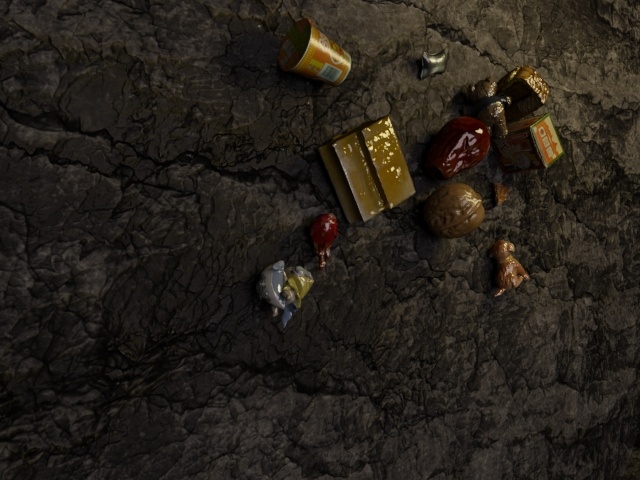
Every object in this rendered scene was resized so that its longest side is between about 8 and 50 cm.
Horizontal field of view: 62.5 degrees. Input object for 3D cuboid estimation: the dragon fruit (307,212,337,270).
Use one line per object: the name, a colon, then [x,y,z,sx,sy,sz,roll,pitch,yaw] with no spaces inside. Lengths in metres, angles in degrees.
dragon fruit: [0.000,0.000,1.652,0.094,0.094,0.190,-1,112,-31]

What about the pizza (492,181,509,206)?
pizza: [0.724,-0.191,2.117,0.099,0.029,0.100,-11,96,-38]

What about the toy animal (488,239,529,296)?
toy animal: [0.703,0.103,2.049,0.184,0.104,0.185,-31,107,-29]

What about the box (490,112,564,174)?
box: [0.809,-0.375,2.073,0.148,0.195,0.177,-36,107,-26]

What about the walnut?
walnut: [0.473,-0.105,1.859,0.213,0.213,0.213,1,88,-31]

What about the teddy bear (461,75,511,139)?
teddy bear: [0.636,-0.485,1.988,0.182,0.129,0.251,-17,98,-1]

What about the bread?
bread: [0.751,-0.559,2.034,0.181,0.222,0.096,41,64,-12]

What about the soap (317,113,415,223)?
soap: [0.154,-0.232,1.722,0.259,0.143,0.281,-32,109,-25]

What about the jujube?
jujube: [0.490,-0.328,1.901,0.255,0.190,0.190,-48,111,-15]

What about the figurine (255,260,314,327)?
figurine: [-0.101,0.144,1.548,0.184,0.128,0.208,7,48,-30]

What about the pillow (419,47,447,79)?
pillow: [0.416,-0.647,1.933,0.136,0.055,0.091,-20,101,-28]

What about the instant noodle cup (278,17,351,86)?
instant noodle cup: [-0.008,-0.566,1.631,0.185,0.168,0.168,15,81,-38]
